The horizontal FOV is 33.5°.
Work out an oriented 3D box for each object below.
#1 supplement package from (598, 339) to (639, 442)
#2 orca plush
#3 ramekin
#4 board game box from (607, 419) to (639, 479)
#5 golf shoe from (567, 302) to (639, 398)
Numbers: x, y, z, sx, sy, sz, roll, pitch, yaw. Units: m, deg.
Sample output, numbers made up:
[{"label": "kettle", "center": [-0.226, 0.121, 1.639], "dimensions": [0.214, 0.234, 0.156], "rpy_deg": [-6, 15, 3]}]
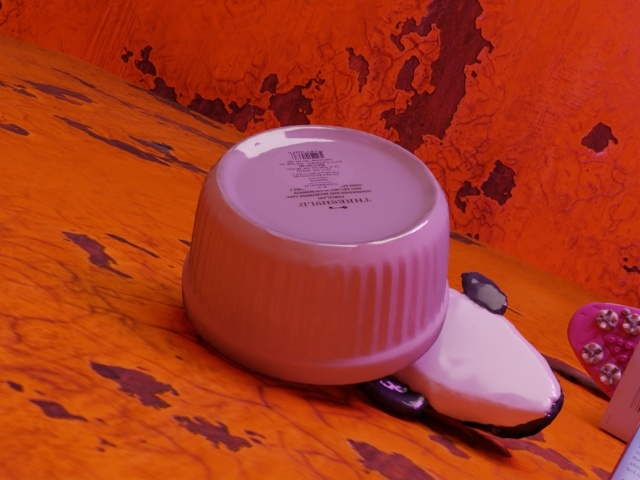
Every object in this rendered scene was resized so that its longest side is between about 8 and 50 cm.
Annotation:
[{"label": "supplement package", "center": [0.385, 0.172, 1.115], "dimensions": [0.105, 0.105, 0.179], "rpy_deg": [28, 8, 33]}, {"label": "orca plush", "center": [0.057, 0.095, 0.882], "dimensions": [0.287, 0.102, 0.151], "rpy_deg": [15, 50, 13]}, {"label": "ramekin", "center": [0.000, 0.000, 0.799], "dimensions": [0.207, 0.109, 0.207], "rpy_deg": [4, 36, -3]}, {"label": "board game box", "center": [0.296, 0.203, 0.608], "dimensions": [0.281, 0.027, 0.145], "rpy_deg": [27, 50, 22]}, {"label": "golf shoe", "center": [0.436, 0.180, 1.280], "dimensions": [0.306, 0.115, 0.140], "rpy_deg": [33, 0, 21]}]
